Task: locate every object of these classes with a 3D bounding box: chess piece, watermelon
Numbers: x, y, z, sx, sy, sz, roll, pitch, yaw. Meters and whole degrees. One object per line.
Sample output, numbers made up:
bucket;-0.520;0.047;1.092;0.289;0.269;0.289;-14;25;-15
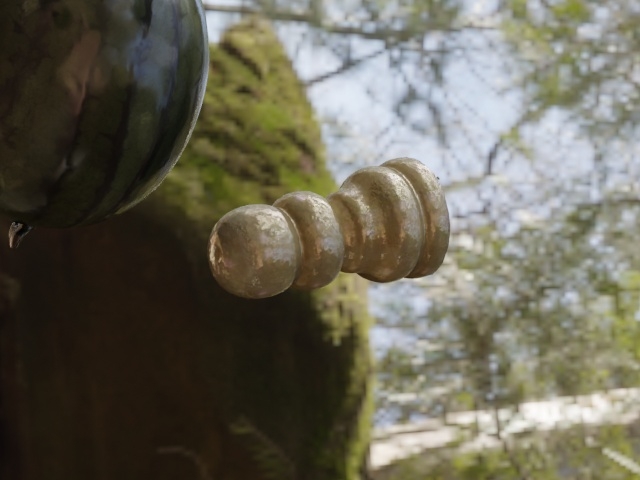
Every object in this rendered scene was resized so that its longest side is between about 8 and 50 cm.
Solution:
chess piece;0.000;0.000;1.807;0.143;0.261;0.142;30;-53;50
watermelon;-0.261;-0.163;1.718;0.279;0.279;0.359;54;-49;47
